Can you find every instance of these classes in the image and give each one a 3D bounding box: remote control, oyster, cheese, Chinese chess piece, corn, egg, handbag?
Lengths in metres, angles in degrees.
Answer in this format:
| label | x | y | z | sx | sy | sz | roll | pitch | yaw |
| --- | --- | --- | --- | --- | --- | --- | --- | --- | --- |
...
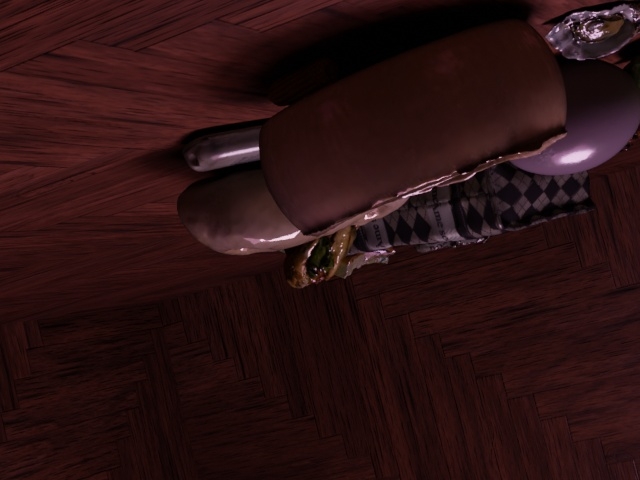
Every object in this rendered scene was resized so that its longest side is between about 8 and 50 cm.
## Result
| label | x | y | z | sx | sy | sz | roll | pitch | yaw |
| --- | --- | --- | --- | --- | --- | --- | --- | --- | --- |
| remote control | -0.026 | -0.136 | 1.570 | 0.309 | 0.038 | 0.090 | -13 | 175 | -24 |
| oyster | 0.309 | -0.246 | 1.373 | 0.100 | 0.037 | 0.098 | 17 | 136 | -39 |
| cheese | -0.092 | -0.047 | 1.717 | 0.328 | 0.130 | 0.351 | -15 | -178 | -42 |
| Chinese chess piece | 0.100 | -0.118 | 1.319 | 0.338 | 0.141 | 0.338 | -21 | 179 | -1 |
| corn | -0.018 | -0.165 | 1.277 | 0.092 | 0.037 | 0.037 | -15 | 175 | 43 |
| egg | 0.330 | -0.162 | 1.622 | 0.198 | 0.146 | 0.146 | -21 | 175 | 4 |
| handbag | 0.255 | -0.084 | 2.241 | 0.316 | 0.180 | 0.416 | -13 | -177 | -43 |

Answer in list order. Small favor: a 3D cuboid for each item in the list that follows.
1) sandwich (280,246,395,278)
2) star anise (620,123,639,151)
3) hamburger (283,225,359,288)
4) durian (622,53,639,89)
| label | x | y | z | sx | sy | sz | roll | pitch | yaw |
| --- | --- | --- | --- | --- | --- | --- | --- | --- | --- |
| sandwich | 0.000 | 0.000 | 2.383 | 0.244 | 0.063 | 0.212 | -9 | -146 | -24 |
| star anise | 0.544 | -0.198 | 2.152 | 0.177 | 0.073 | 0.234 | -36 | 179 | 26 |
| hamburger | -0.010 | -0.022 | 2.099 | 0.129 | 0.206 | 0.183 | 24 | 167 | -8 |
| durian | 0.484 | -0.231 | 1.627 | 0.139 | 0.101 | 0.250 | 20 | 174 | 1 |
